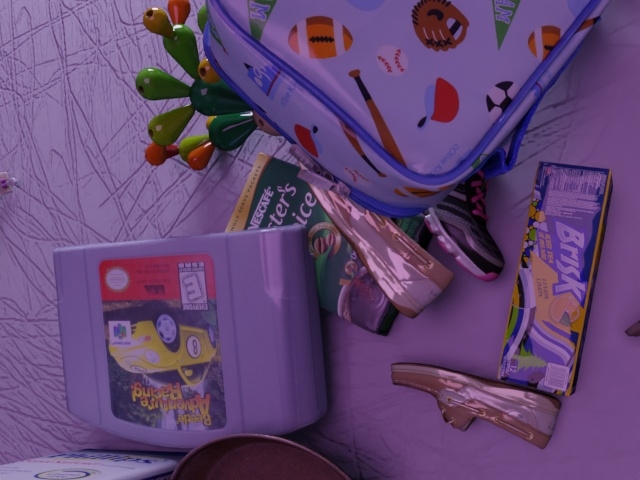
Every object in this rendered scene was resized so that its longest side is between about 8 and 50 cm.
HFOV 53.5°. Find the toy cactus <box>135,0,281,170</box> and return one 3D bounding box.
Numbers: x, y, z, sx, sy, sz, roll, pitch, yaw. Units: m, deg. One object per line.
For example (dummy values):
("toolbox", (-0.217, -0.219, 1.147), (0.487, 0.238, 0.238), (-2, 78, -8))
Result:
("toy cactus", (-0.080, -0.135, 0.596), (0.180, 0.219, 0.112), (8, 52, -15))

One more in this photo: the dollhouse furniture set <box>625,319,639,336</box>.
("dollhouse furniture set", (0.286, 0.094, 0.372), (0.101, 0.161, 0.182), (-41, 66, 13))

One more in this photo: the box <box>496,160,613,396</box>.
("box", (0.181, 0.030, 0.487), (0.054, 0.059, 0.169), (11, 86, 27))

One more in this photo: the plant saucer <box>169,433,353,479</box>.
("plant saucer", (-0.035, 0.242, 0.532), (0.198, 0.036, 0.199), (4, 106, 16))

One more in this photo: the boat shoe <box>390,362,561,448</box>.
("boat shoe", (0.117, 0.129, 0.505), (0.135, 0.050, 0.045), (10, 80, 26))

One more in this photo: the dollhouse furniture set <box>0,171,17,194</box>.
("dollhouse furniture set", (-0.411, -0.028, 0.796), (0.081, 0.091, 0.114), (-15, 99, -19))

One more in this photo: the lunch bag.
("lunch bag", (0.073, -0.170, 0.470), (0.243, 0.115, 0.303), (41, 74, -1))

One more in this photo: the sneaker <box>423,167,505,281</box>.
("sneaker", (0.119, -0.050, 0.528), (0.074, 0.063, 0.170), (-31, 65, 23))

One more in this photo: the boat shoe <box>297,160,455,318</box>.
("boat shoe", (0.045, -0.020, 0.516), (0.059, 0.063, 0.170), (-38, 77, 10))

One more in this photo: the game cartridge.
("game cartridge", (-0.136, 0.093, 0.601), (0.294, 0.060, 0.196), (-5, 95, 28))

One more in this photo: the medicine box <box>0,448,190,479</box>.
("medicine box", (-0.231, 0.319, 0.497), (0.149, 0.289, 0.264), (-5, 79, 21))

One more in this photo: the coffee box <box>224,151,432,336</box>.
("coffee box", (0.000, 0.000, 0.585), (0.184, 0.040, 0.113), (26, 92, 26))
